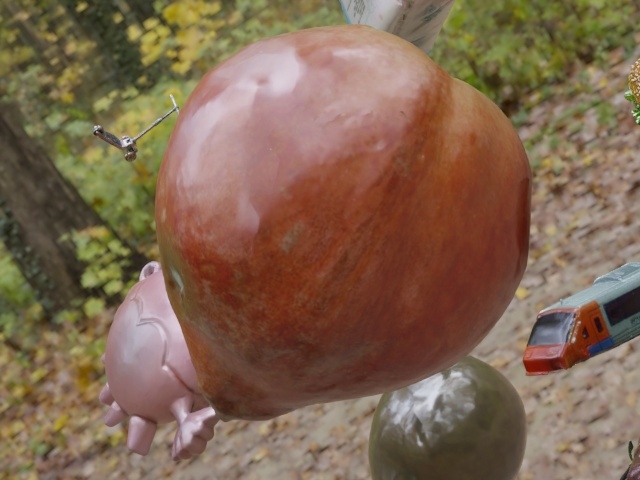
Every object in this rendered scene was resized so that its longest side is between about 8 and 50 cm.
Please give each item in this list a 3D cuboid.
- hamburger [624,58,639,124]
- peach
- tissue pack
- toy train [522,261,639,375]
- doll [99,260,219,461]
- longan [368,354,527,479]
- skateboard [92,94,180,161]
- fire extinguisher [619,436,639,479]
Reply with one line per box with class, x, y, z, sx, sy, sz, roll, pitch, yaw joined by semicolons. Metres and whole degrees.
hamburger;0.449;-0.188;1.430;0.137;0.087;0.166;-38;34;21
peach;0.000;0.000;0.715;0.256;0.232;0.232;-61;19;-5
tissue pack;0.103;-0.379;1.633;0.124;0.201;0.271;-22;-9;-10
toy train;0.423;0.067;1.500;0.409;0.089;0.086;-21;1;-29
doll;-0.159;0.116;1.204;0.211;0.093;0.262;-46;42;13
longan;0.167;0.275;1.565;0.248;0.248;0.248;-31;15;9
skateboard;-0.191;-0.125;1.212;0.083;0.064;0.032;-33;59;16
fire extinguisher;0.273;0.187;0.948;0.056;0.039;0.132;-22;3;24
